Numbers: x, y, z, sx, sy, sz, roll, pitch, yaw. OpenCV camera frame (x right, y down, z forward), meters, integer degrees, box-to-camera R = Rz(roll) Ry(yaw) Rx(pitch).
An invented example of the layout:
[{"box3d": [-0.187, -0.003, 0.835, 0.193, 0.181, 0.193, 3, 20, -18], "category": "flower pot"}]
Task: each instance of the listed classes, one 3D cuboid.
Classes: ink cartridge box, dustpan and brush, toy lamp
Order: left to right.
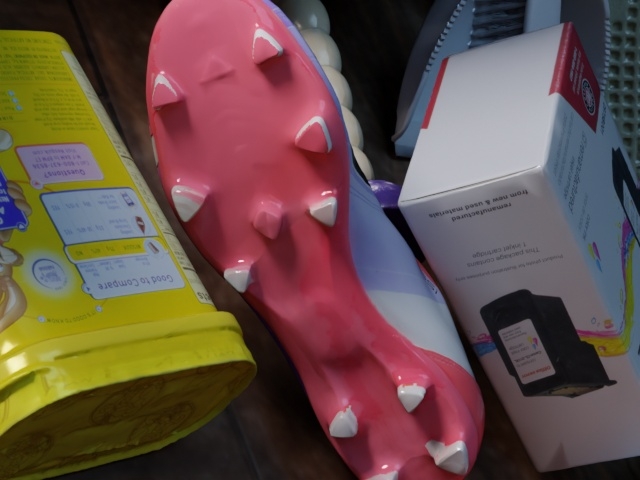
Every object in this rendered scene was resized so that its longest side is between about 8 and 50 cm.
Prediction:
[{"box3d": [-0.007, -0.107, 0.838, 0.080, 0.080, 0.275, 11, 48, -37], "category": "toy lamp"}, {"box3d": [0.120, -0.143, 0.906, 0.147, 0.060, 0.211, 6, 90, -41], "category": "dustpan and brush"}, {"box3d": [0.114, 0.005, 0.789, 0.175, 0.072, 0.127, 60, 29, -29], "category": "ink cartridge box"}]

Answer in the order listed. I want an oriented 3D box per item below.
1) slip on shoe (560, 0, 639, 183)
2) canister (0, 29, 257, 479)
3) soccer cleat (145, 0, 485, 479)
[{"box3d": [0.198, -0.109, 1.012, 0.331, 0.123, 0.101, 50, 7, -2], "category": "slip on shoe"}, {"box3d": [-0.116, 0.001, 0.640, 0.126, 0.073, 0.170, -7, 60, -47], "category": "canister"}, {"box3d": [0.000, 0.000, 0.703, 0.248, 0.083, 0.095, 62, 15, -15], "category": "soccer cleat"}]
